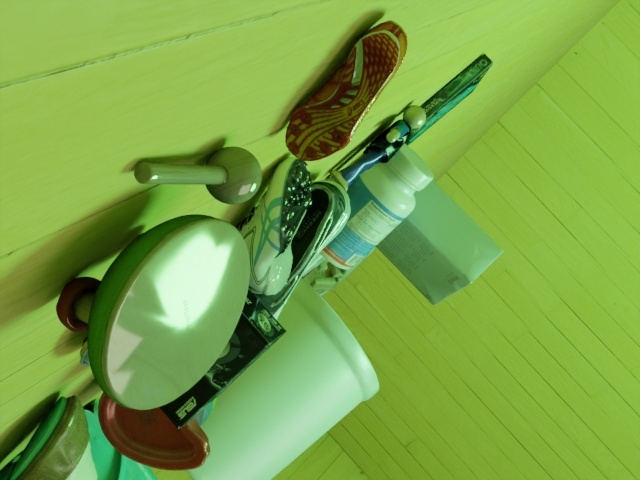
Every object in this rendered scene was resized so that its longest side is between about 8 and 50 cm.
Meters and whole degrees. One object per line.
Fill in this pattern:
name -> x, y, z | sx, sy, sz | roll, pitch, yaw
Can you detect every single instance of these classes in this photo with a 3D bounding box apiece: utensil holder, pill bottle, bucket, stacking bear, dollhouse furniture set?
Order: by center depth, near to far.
stacking bear -> -0.223, 0.220, 1.401 | 0.164, 0.176, 0.289 | -10, -164, 17
bucket -> -0.413, 0.422, 1.442 | 0.281, 0.183, 0.281 | -42, 174, -5
pill bottle -> 0.083, -0.064, 1.487 | 0.221, 0.124, 0.124 | -45, 174, 18
utensil holder -> -0.132, 0.292, 1.688 | 0.385, 0.328, 0.327 | -39, 174, -16
dollhouse furniture set -> -0.030, 0.030, 1.900 | 0.151, 0.123, 0.144 | -1, 155, -22

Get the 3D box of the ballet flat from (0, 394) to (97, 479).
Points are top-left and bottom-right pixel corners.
ballet flat -> -0.397, 0.347, 1.230 | 0.342, 0.124, 0.116 | -46, -162, 24

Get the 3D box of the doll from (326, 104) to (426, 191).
doll -> 0.096, -0.145, 1.358 | 0.189, 0.046, 0.129 | -41, 175, -13

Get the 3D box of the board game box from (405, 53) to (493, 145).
board game box -> 0.218, -0.245, 1.543 | 0.186, 0.026, 0.126 | -41, 175, -15

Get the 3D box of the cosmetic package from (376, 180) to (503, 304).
cosmetic package -> 0.189, -0.019, 1.723 | 0.097, 0.284, 0.377 | -41, 175, -9

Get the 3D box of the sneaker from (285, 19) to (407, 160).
sneaker -> 0.029, -0.142, 0.863 | 0.175, 0.064, 0.067 | -43, -175, 33

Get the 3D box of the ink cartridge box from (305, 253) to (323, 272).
ink cartridge box -> 0.000, 0.000, 1.696 | 0.150, 0.063, 0.109 | -42, 174, -4

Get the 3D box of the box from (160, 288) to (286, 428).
box -> -0.164, 0.133, 1.157 | 0.180, 0.147, 0.077 | -43, 175, 15

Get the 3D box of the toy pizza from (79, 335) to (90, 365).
toy pizza -> -0.203, 0.070, 1.009 | 0.201, 0.032, 0.201 | -42, 175, -4

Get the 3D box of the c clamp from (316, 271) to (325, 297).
c clamp -> -0.025, 0.100, 2.097 | 0.137, 0.022, 0.161 | -31, 136, 5

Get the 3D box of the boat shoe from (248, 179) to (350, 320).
boat shoe -> -0.091, 0.041, 1.254 | 0.335, 0.121, 0.119 | -53, 165, 4

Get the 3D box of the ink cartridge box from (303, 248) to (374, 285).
ink cartridge box -> 0.111, -0.009, 2.256 | 0.385, 0.091, 0.308 | -43, 174, 19

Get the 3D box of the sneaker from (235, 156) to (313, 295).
sneaker -> -0.068, -0.017, 1.091 | 0.085, 0.086, 0.237 | -56, 170, -40

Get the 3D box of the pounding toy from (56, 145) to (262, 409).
pounding toy -> -0.156, 0.023, 0.775 | 0.183, 0.110, 0.237 | -12, 122, -57
